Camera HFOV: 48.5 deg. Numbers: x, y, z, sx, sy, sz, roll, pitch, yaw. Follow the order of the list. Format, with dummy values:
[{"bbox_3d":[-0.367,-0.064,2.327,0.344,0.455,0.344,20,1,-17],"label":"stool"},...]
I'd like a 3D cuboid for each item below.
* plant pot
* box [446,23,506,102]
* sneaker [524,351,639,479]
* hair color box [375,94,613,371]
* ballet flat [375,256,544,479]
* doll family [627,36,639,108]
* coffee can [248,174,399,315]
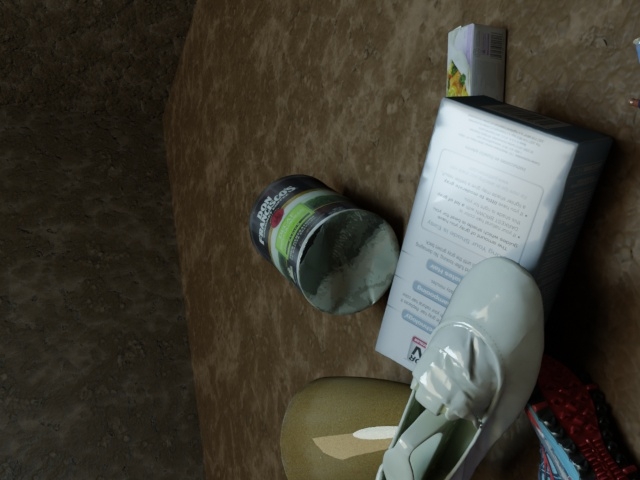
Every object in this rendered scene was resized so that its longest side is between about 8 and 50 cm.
[{"bbox_3d":[0.106,0.323,1.147,0.254,0.237,0.237,-23,68,46],"label":"plant pot"},{"bbox_3d":[0.225,-0.151,1.050,0.063,0.067,0.323,-173,84,-65],"label":"box"},{"bbox_3d":[0.289,0.261,0.853,0.125,0.104,0.261,116,146,-46],"label":"sneaker"},{"bbox_3d":[0.215,0.017,0.933,0.185,0.114,0.374,29,117,34],"label":"hair color box"},{"bbox_3d":[0.155,0.205,0.861,0.139,0.139,0.400,-120,35,-48],"label":"ballet flat"},{"bbox_3d":[0.389,-0.181,0.693,0.193,0.076,0.111,138,124,-64],"label":"doll family"},{"bbox_3d":[0.000,0.000,1.374,0.275,0.202,0.201,-143,58,-60],"label":"coffee can"}]
